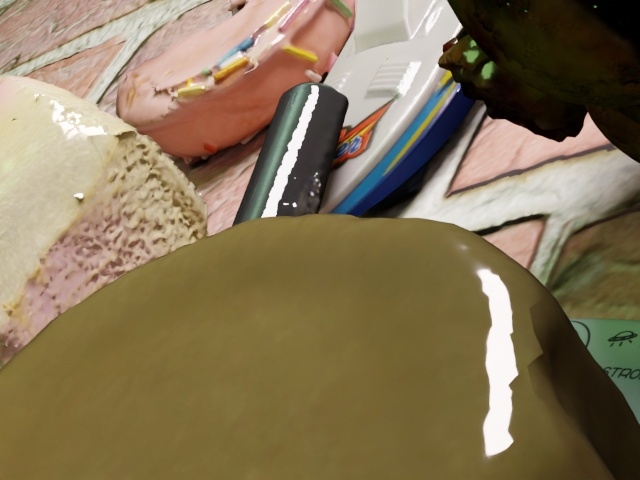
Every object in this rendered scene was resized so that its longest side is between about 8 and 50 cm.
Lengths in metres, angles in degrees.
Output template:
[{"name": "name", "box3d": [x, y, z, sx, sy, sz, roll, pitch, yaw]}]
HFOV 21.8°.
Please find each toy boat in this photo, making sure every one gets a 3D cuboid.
[{"name": "toy boat", "box3d": [0.051, -0.112, 1.140, 0.129, 0.088, 0.295, -8, 44, 49]}]

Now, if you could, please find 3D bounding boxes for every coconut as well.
[{"name": "coconut", "box3d": [-0.195, 0.045, 1.078, 0.233, 0.233, 0.245, 0, 53, 54]}]

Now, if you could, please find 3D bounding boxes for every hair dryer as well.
[{"name": "hair dryer", "box3d": [0.000, 0.000, 0.967, 0.244, 0.116, 0.302, -18, 41, 34]}]

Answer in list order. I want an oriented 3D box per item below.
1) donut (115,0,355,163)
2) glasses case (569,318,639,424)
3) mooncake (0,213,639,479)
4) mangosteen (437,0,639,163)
[{"name": "donut", "box3d": [-0.057, -0.156, 1.365, 0.233, 0.085, 0.199, -47, 25, -14]}, {"name": "glasses case", "box3d": [0.137, 0.071, 0.770, 0.178, 0.045, 0.067, -1, 45, 54]}, {"name": "mooncake", "box3d": [-0.027, 0.172, 0.671, 0.378, 0.200, 0.378, -27, 31, 18]}, {"name": "mangosteen", "box3d": [0.228, -0.217, 0.795, 0.381, 0.421, 0.381, 2, 45, -2]}]
